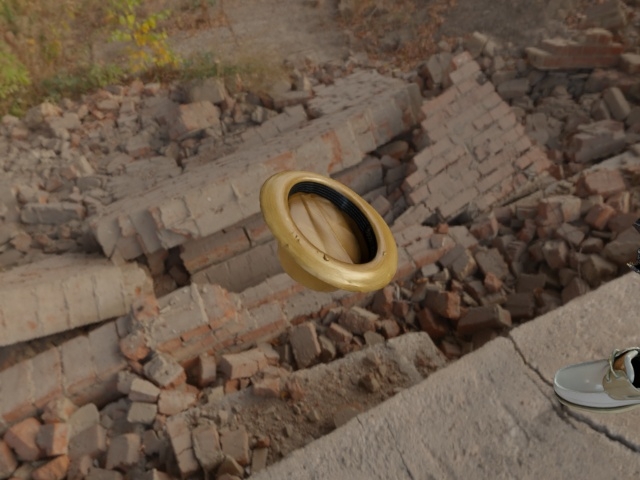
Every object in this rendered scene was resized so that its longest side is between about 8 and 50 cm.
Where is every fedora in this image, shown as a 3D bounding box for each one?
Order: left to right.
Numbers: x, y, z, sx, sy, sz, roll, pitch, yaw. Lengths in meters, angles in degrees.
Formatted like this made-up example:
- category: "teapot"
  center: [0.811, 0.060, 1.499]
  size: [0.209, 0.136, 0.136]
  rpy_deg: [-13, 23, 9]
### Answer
- category: "fedora"
  center: [0.000, 0.000, 0.625]
  size: [0.195, 0.079, 0.194]
  rpy_deg: [21, 38, -18]

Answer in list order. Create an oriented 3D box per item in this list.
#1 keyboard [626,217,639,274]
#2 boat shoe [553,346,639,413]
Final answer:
- category: "keyboard"
  center: [0.636, 0.079, 0.840]
  size: [0.202, 0.033, 0.317]
  rpy_deg: [-15, 57, -19]
- category: "boat shoe"
  center: [0.573, 0.246, 0.947]
  size: [0.303, 0.103, 0.113]
  rpy_deg: [-18, 33, 40]
